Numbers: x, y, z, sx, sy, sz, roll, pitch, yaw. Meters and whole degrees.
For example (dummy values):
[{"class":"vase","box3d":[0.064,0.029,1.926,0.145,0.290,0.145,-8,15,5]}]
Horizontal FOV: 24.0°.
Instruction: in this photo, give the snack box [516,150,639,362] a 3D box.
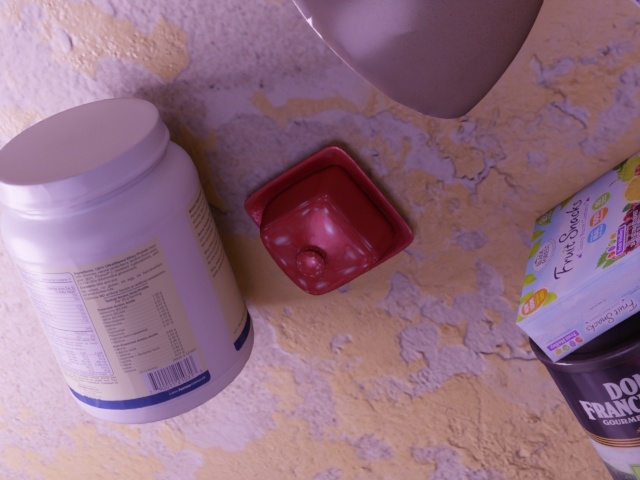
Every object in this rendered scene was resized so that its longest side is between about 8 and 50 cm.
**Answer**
[{"class":"snack box","box3d":[0.303,0.010,1.598,0.070,0.207,0.174,45,124,-14]}]

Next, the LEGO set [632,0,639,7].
[{"class":"LEGO set","box3d":[0.440,-0.253,1.500,0.244,0.060,0.182,35,137,-7]}]

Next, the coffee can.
[{"class":"coffee can","box3d":[0.386,0.172,1.686,0.201,0.201,0.275,-22,115,27]}]

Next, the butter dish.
[{"class":"butter dish","box3d":[0.000,0.000,1.732,0.160,0.118,0.160,-31,111,30]}]

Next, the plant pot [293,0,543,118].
[{"class":"plant pot","box3d":[0.112,-0.283,1.413,0.284,0.284,0.191,42,122,-13]}]

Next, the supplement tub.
[{"class":"supplement tub","box3d":[-0.228,0.023,1.740,0.235,0.235,0.325,-7,120,20]}]
